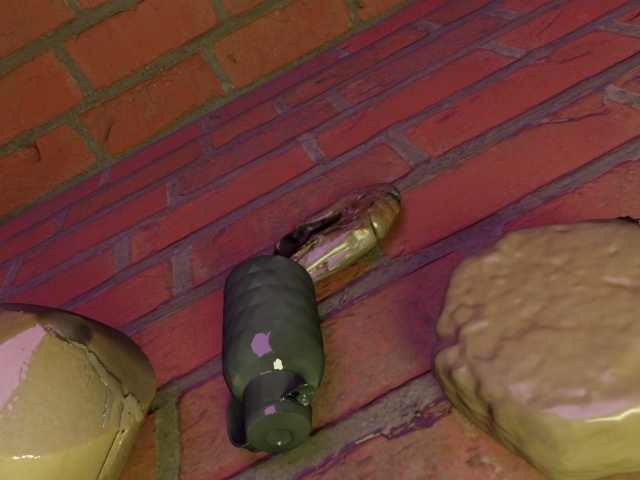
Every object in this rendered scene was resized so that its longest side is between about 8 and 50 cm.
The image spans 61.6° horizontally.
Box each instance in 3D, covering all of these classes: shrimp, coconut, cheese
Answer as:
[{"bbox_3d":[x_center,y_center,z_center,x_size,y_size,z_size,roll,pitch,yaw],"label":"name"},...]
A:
[{"bbox_3d":[0.000,0.000,0.984,0.360,0.085,0.247,-41,25,-25],"label":"shrimp"},{"bbox_3d":[-0.382,0.225,0.726,0.323,0.322,0.322,-20,33,14],"label":"coconut"},{"bbox_3d":[0.285,0.097,0.589,0.327,0.115,0.317,-12,35,21],"label":"cheese"}]

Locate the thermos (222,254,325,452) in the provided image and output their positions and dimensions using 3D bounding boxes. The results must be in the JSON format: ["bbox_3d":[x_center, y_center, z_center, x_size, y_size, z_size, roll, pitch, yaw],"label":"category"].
[{"bbox_3d":[-0.076,0.164,0.752,0.182,0.145,0.286,-52,25,25],"label":"thermos"}]
